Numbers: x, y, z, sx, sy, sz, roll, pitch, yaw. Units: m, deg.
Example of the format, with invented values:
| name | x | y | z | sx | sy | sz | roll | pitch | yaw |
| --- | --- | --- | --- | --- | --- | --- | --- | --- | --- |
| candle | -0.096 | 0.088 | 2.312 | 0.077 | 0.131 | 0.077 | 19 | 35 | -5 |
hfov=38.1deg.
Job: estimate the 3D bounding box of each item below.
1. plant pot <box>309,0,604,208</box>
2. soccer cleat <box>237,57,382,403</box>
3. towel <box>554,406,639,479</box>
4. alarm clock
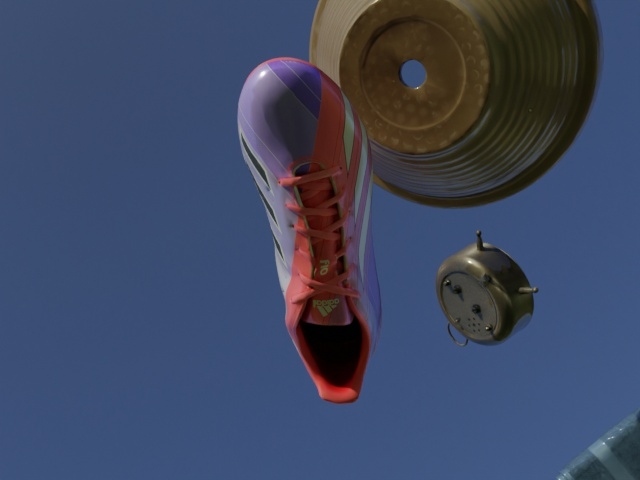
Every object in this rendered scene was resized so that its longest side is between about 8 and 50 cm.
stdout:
| name | x | y | z | sx | sy | sz | roll | pitch | yaw |
| --- | --- | --- | --- | --- | --- | --- | --- | --- | --- |
| plant pot | 0.086 | -0.133 | 0.703 | 0.237 | 0.109 | 0.238 | 8 | -72 | 24 |
| soccer cleat | 0.000 | 0.000 | 0.614 | 0.083 | 0.095 | 0.248 | -8 | -51 | 3 |
| towel | 0.285 | 0.216 | 0.885 | 0.119 | 0.029 | 0.067 | -38 | -92 | -3 |
| alarm clock | 0.203 | 0.084 | 1.210 | 0.064 | 0.129 | 0.192 | -30 | -24 | -30 |
